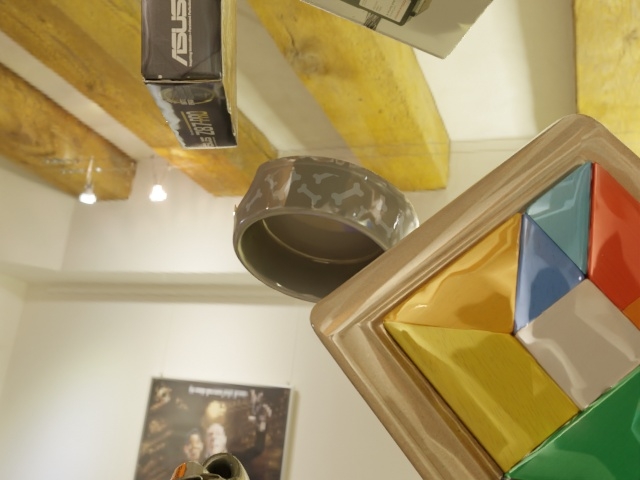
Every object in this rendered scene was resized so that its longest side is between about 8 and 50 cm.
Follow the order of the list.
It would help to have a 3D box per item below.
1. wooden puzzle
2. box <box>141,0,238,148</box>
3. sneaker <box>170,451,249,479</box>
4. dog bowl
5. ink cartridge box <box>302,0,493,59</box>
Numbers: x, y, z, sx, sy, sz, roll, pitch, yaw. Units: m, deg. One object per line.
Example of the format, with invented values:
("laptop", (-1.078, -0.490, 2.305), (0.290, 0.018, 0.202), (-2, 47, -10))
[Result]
("wooden puzzle", (0.139, 0.058, 0.372), (0.221, 0.238, 0.044), (-37, -28, -3))
("box", (-0.156, -0.340, 0.857), (0.097, 0.394, 0.318), (-1, -4, -6))
("sneaker", (-0.121, 0.245, 0.543), (0.100, 0.108, 0.271), (-15, -7, 11))
("dog bowl", (0.000, 0.000, 1.225), (0.349, 0.102, 0.348), (10, -34, 7))
("ink cartridge box", (0.057, -0.360, 0.806), (0.273, 0.198, 0.115), (14, -38, -24))
